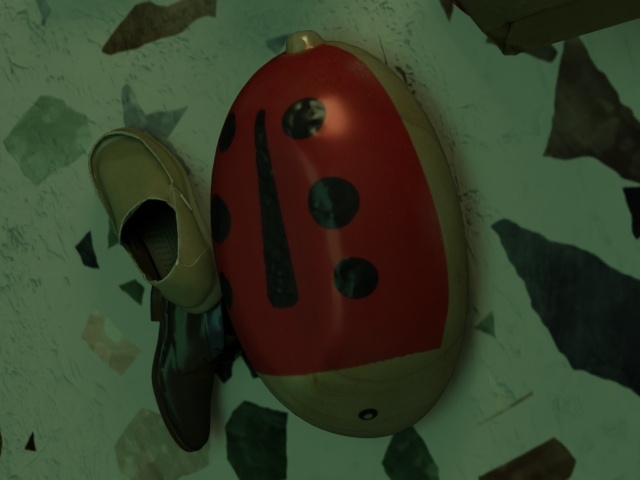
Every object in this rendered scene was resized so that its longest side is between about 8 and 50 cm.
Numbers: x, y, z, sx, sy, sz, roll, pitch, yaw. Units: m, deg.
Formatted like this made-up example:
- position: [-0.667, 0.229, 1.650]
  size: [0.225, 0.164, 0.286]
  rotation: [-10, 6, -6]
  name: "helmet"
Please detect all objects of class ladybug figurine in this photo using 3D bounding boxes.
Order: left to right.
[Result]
- position: [0.000, 0.000, 1.845]
  size: [0.305, 0.162, 0.449]
  rotation: [-10, 92, 38]
  name: "ladybug figurine"

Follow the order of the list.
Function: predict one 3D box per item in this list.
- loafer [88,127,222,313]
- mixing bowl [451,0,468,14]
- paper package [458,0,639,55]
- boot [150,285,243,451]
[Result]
- position: [-0.197, -0.036, 1.999]
  size: [0.102, 0.092, 0.268]
  rotation: [-42, 61, 11]
  name: "loafer"
- position: [0.163, -0.316, 1.688]
  size: [0.181, 0.098, 0.181]
  rotation: [55, 166, 22]
  name: "mixing bowl"
- position: [0.272, -0.361, 1.482]
  size: [0.309, 0.168, 0.324]
  rotation: [-13, 52, 36]
  name: "paper package"
- position: [-0.137, 0.140, 2.022]
  size: [0.106, 0.082, 0.219]
  rotation: [-6, 92, 40]
  name: "boot"
